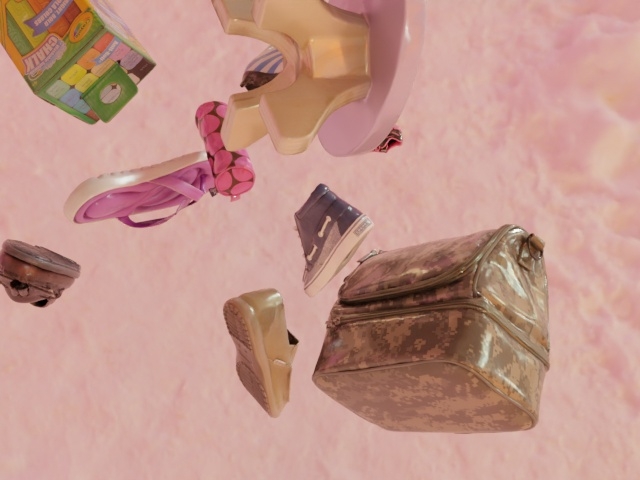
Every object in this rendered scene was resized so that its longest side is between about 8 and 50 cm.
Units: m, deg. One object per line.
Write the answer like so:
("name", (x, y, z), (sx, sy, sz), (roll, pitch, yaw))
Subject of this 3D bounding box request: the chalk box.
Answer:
("chalk box", (-0.440, -0.344, 1.710), (0.180, 0.179, 0.289), (-42, 66, 8))

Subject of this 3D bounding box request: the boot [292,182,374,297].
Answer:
("boot", (0.000, 0.000, 1.216), (0.086, 0.190, 0.069), (42, 54, 6))

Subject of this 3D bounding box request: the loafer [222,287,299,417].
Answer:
("loafer", (-0.078, 0.177, 1.473), (0.092, 0.268, 0.102), (-31, 50, -21))

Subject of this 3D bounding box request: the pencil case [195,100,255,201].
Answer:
("pencil case", (-0.195, -0.181, 1.888), (0.095, 0.098, 0.209), (-15, 52, -5))

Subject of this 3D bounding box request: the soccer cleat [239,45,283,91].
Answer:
("soccer cleat", (-0.012, -0.313, 1.687), (0.331, 0.116, 0.143), (12, 62, 46))

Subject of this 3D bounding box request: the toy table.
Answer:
("toy table", (-0.011, -0.202, 1.036), (0.161, 0.274, 0.252), (-8, 43, -25))

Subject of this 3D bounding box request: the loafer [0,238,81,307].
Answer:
("loafer", (-0.417, 0.062, 1.391), (0.109, 0.302, 0.095), (26, 85, -5))

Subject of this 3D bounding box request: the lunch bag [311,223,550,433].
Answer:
("lunch bag", (0.160, 0.115, 1.315), (0.212, 0.305, 0.256), (39, 55, -30))

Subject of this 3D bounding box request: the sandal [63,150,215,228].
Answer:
("sandal", (-0.336, -0.080, 1.932), (0.416, 0.169, 0.102), (-19, 69, -44))

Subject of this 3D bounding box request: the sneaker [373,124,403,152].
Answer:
("sneaker", (0.125, -0.209, 2.052), (0.119, 0.047, 0.057), (-20, 49, 6))
